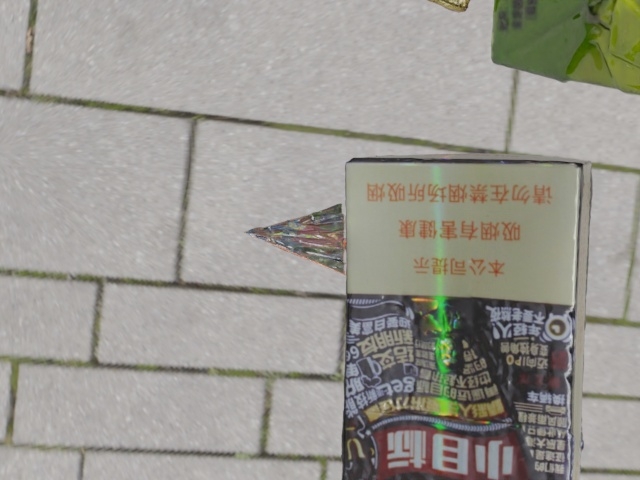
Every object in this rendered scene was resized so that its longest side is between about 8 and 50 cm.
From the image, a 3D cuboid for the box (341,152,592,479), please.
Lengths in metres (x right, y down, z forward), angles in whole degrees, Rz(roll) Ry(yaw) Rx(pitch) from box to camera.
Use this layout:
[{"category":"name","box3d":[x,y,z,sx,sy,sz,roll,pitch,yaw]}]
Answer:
[{"category":"box","box3d":[0.123,0.082,1.035,0.198,0.084,0.310,3,97,18]}]

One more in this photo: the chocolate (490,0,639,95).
[{"category":"chocolate","box3d":[0.290,-0.280,1.039,0.137,0.288,0.301,-7,108,-31]}]

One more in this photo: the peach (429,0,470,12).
[{"category":"peach","box3d":[0.086,-0.292,1.192,0.172,0.127,0.092,26,99,26]}]

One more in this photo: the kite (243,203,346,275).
[{"category":"kite","box3d":[0.000,-0.001,1.503,0.189,0.232,0.009,5,69,1]}]
